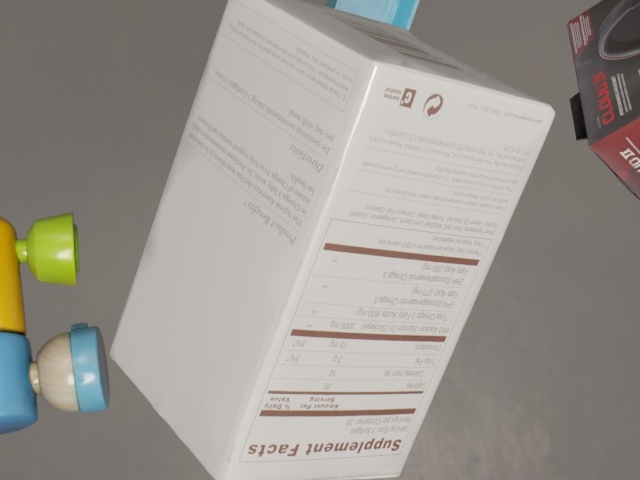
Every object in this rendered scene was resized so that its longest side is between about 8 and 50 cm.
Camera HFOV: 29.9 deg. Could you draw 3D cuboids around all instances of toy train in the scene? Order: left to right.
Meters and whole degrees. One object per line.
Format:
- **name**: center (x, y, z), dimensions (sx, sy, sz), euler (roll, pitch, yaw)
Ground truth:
- **toy train**: center (-0.216, 0.004, 0.754), dimensions (0.143, 0.248, 0.105), euler (-7, 160, -10)

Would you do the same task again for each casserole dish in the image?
- **casserole dish**: center (0.048, -0.244, 1.314), dimensions (0.114, 0.037, 0.188), euler (-17, 147, -28)

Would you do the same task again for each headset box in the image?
- **headset box**: center (0.390, -0.192, 1.241), dimensions (0.293, 0.218, 0.110), euler (-31, 126, 30)

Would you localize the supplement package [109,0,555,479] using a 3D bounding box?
- **supplement package**: center (0.000, 0.000, 0.510), dimensions (0.105, 0.105, 0.179), euler (6, 112, -41)
